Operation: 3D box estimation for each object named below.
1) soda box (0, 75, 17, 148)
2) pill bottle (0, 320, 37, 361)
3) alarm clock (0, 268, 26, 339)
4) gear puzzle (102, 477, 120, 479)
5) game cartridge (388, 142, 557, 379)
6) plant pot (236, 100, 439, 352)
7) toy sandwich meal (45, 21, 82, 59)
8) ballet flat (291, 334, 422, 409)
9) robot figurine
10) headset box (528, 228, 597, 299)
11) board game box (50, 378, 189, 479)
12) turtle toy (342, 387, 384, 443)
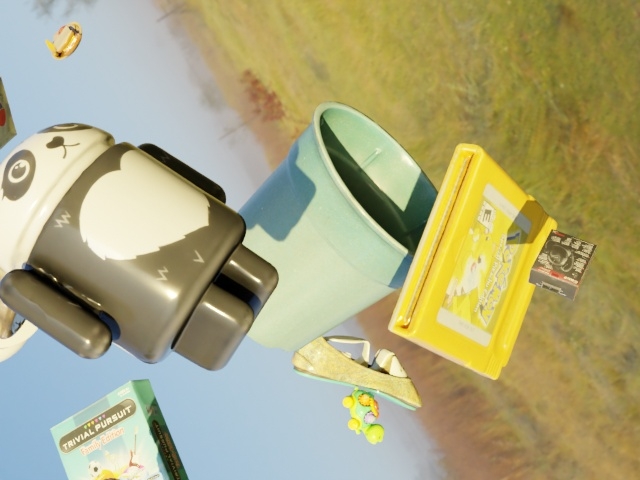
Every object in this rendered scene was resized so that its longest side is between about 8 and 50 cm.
[{"bbox_3d":[-0.576,-0.155,1.164,0.098,0.286,0.091,-90,-7,-66],"label":"soda box"},{"bbox_3d":[-0.702,0.141,1.679,0.408,0.229,0.229,-15,113,48],"label":"pill bottle"},{"bbox_3d":[-0.472,0.100,1.290,0.064,0.192,0.129,26,-164,-5],"label":"alarm clock"},{"bbox_3d":[-0.331,0.587,1.513,0.338,0.044,0.175,70,157,6],"label":"gear puzzle"},{"bbox_3d":[0.244,0.046,1.282,0.053,0.285,0.324,16,172,40],"label":"game cartridge"},{"bbox_3d":[0.000,0.000,1.453,0.341,0.334,0.341,38,-152,-24],"label":"plant pot"},{"bbox_3d":[-0.458,-0.358,1.521,0.029,0.085,0.085,32,-158,-50],"label":"toy sandwich meal"},{"bbox_3d":[0.100,0.276,1.851,0.349,0.123,0.123,22,-159,-28],"label":"ballet flat"},{"bbox_3d":[-0.181,0.005,0.814,0.278,0.173,0.209,33,-175,-1],"label":"robot figurine"},{"bbox_3d":[0.305,0.033,1.083,0.062,0.083,0.032,22,146,20],"label":"headset box"},{"bbox_3d":[-0.443,0.522,1.932,0.336,0.254,0.079,63,-162,16],"label":"board game box"},{"bbox_3d":[0.099,0.384,1.879,0.095,0.066,0.130,8,-113,-75],"label":"turtle toy"}]
